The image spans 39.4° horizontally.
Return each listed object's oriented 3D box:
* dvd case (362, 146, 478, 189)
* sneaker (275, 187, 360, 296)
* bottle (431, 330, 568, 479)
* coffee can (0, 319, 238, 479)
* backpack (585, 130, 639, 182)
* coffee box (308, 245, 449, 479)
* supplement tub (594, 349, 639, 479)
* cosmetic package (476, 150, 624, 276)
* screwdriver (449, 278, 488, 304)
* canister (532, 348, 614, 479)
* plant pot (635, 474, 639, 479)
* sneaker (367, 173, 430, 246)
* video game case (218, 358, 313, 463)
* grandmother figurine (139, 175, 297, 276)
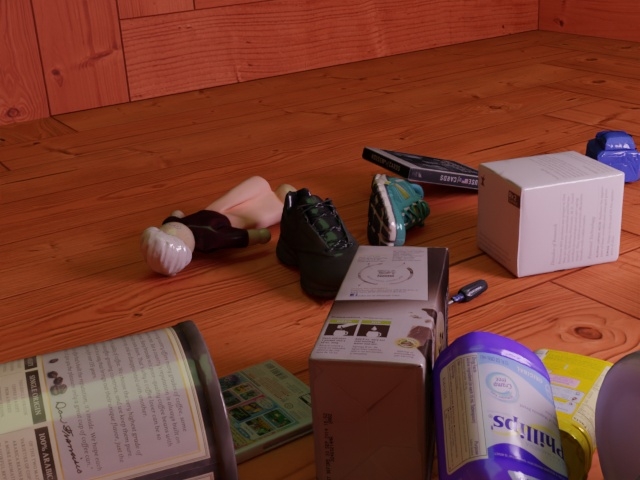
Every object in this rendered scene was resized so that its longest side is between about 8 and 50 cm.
[{"bbox_3d":[0.227,-0.140,1.781,0.238,0.030,0.179,5,15,-30],"label":"dvd case"},{"bbox_3d":[0.000,0.000,1.420,0.109,0.130,0.286,-12,24,-25],"label":"sneaker"},{"bbox_3d":[0.163,0.216,0.793,0.118,0.092,0.283,26,40,-20],"label":"bottle"},{"bbox_3d":[-0.236,0.201,0.844,0.275,0.202,0.201,-11,23,-18],"label":"coffee can"},{"bbox_3d":[0.591,-0.172,1.807,0.098,0.101,0.120,4,18,1],"label":"backpack"},{"bbox_3d":[0.077,0.135,1.011,0.118,0.168,0.297,1,23,12],"label":"coffee box"},{"bbox_3d":[0.445,0.170,0.813,0.338,0.207,0.207,-10,22,-15],"label":"supplement tub"},{"bbox_3d":[0.367,-0.047,1.449,0.183,0.151,0.151,-9,21,-14],"label":"cosmetic package"},{"bbox_3d":[0.183,0.091,1.302,0.170,0.025,0.024,-19,26,-36],"label":"screwdriver"},{"bbox_3d":[0.254,0.188,0.981,0.126,0.073,0.170,9,24,31],"label":"canister"},{"bbox_3d":[0.308,0.264,0.560,0.252,0.247,0.248,33,33,15],"label":"plant pot"},{"bbox_3d":[0.141,-0.058,1.592,0.110,0.107,0.275,7,22,3],"label":"sneaker"},{"bbox_3d":[-0.079,0.200,1.073,0.143,0.019,0.157,-17,26,-30],"label":"video game case"},{"bbox_3d":[-0.189,-0.027,1.565,0.207,0.104,0.342,0,17,32],"label":"grandmother figurine"}]
